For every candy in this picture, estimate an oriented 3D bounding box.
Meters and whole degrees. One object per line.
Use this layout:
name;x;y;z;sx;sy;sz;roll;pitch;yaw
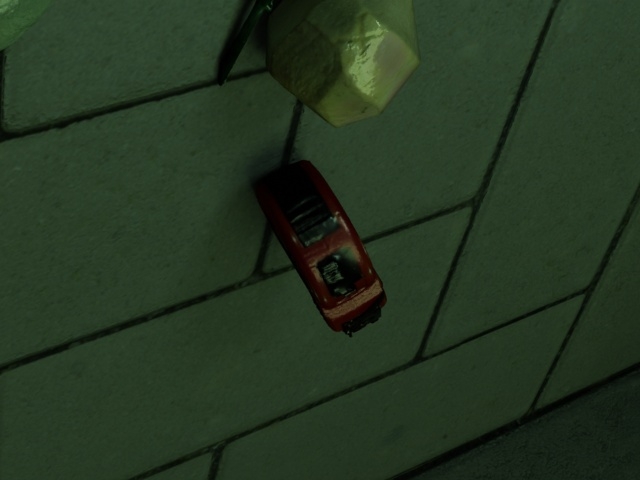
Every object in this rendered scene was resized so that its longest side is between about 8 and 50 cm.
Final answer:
candy;-0.077;-0.324;1.893;0.097;0.097;0.323;-9;148;-40

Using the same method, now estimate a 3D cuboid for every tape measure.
tape measure;0.000;-0.001;2.215;0.114;0.253;0.260;-30;154;-4

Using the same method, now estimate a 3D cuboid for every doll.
doll;-0.370;-0.273;1.635;0.214;0.071;0.103;-44;148;18

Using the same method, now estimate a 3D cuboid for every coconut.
coconut;0.043;-0.277;1.933;0.197;0.237;0.237;37;105;-23
